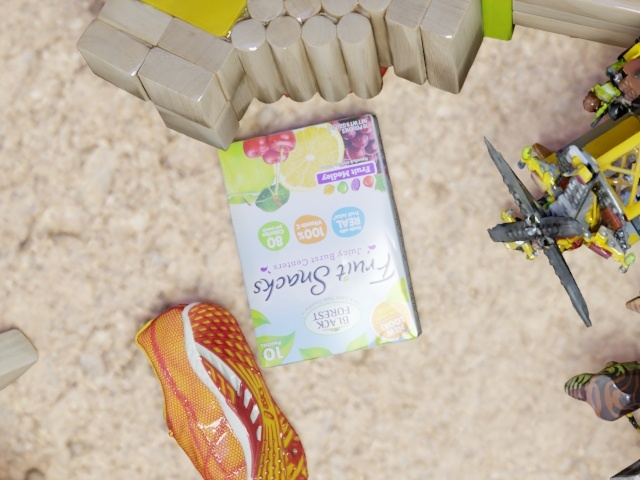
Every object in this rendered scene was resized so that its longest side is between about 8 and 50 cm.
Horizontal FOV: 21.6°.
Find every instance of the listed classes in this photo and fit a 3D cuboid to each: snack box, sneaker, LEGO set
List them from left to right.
[{"bbox_3d":[-0.058,0.121,1.045,0.067,0.064,0.175,-19,93,40],"label":"sneaker"},{"bbox_3d":[0.000,0.000,1.038,0.100,0.037,0.141,-11,90,9],"label":"snack box"},{"bbox_3d":[0.182,0.074,0.907,0.192,0.255,0.331,-31,94,-9],"label":"LEGO set"}]

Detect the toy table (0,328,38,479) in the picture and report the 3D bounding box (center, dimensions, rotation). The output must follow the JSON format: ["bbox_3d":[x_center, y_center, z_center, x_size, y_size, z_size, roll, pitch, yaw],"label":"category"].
[{"bbox_3d":[-0.283,0.136,0.994,0.161,0.252,0.274,-41,94,23],"label":"toy table"}]

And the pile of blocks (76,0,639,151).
[{"bbox_3d":[0.041,-0.150,1.004,0.362,0.112,0.149,-11,72,3],"label":"pile of blocks"}]
